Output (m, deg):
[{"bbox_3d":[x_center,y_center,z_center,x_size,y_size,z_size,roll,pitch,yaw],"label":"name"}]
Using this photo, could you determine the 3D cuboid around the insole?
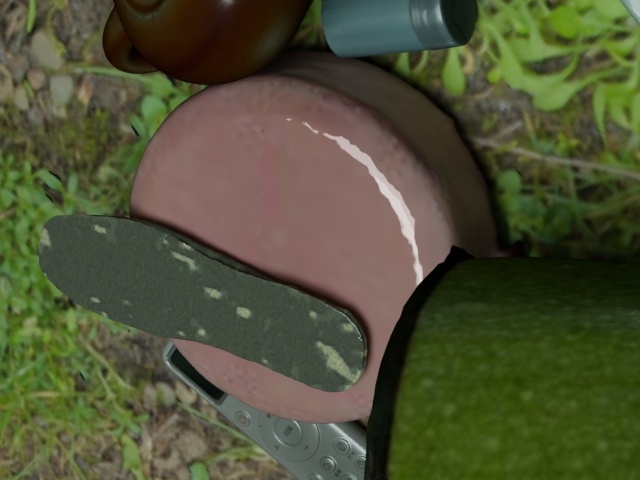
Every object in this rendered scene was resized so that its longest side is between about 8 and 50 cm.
[{"bbox_3d":[-0.080,0.036,1.192,0.248,0.011,0.081,20,119,21],"label":"insole"}]

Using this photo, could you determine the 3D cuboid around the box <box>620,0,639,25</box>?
[{"bbox_3d":[0.314,-0.098,0.957,0.182,0.175,0.312,-38,90,26],"label":"box"}]

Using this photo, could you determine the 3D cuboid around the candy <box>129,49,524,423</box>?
[{"bbox_3d":[0.000,0.000,1.200,0.255,0.094,0.255,11,115,24],"label":"candy"}]

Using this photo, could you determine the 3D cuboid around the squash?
[{"bbox_3d":[0.220,0.158,1.033,0.308,0.310,0.310,0,110,26],"label":"squash"}]

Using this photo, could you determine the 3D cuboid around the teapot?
[{"bbox_3d":[-0.060,-0.175,1.149,0.252,0.135,0.178,-46,51,52],"label":"teapot"}]

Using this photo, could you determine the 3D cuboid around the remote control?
[{"bbox_3d":[-0.006,0.144,1.303,0.261,0.029,0.067,40,123,8],"label":"remote control"}]

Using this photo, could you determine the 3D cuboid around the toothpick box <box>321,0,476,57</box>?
[{"bbox_3d":[0.049,-0.142,1.139,0.083,0.052,0.052,-3,109,30],"label":"toothpick box"}]
